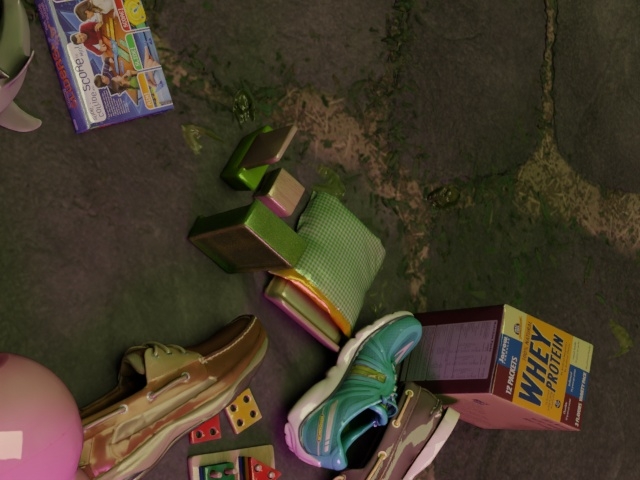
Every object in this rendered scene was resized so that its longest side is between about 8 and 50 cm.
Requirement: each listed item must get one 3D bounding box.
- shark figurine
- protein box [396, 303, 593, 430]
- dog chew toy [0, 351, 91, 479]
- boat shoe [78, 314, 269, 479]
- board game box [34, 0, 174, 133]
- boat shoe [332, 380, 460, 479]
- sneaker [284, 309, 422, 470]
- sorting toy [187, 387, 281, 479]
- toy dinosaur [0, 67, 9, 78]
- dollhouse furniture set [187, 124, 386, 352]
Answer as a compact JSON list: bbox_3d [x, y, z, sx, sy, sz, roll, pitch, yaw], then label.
[{"bbox_3d":[-0.376,-0.239,1.369,0.166,0.116,0.278,16,76,-37],"label":"shark figurine"},{"bbox_3d":[0.263,0.196,1.739,0.199,0.201,0.136,25,69,-33],"label":"protein box"},{"bbox_3d":[-0.337,0.295,1.270,0.206,0.206,0.332,-29,109,-37],"label":"dog chew toy"},{"bbox_3d":[-0.198,0.185,1.438,0.324,0.122,0.120,-41,105,-35],"label":"boat shoe"},{"bbox_3d":[-0.281,-0.251,1.489,0.136,0.035,0.201,-19,95,-38],"label":"board game box"},{"bbox_3d":[0.070,0.347,1.627,0.096,0.116,0.324,37,74,6],"label":"boat shoe"},{"bbox_3d":[0.067,0.216,1.629,0.275,0.110,0.107,-49,144,-27],"label":"sneaker"},{"bbox_3d":[-0.106,0.337,1.532,0.132,0.046,0.275,0,83,-38],"label":"sorting toy"},{"bbox_3d":[-0.457,-0.215,1.193,0.218,0.164,0.322,52,25,-40],"label":"toy dinosaur"},{"bbox_3d":[0.000,0.000,1.596,0.301,0.151,0.198,42,60,-26],"label":"dollhouse furniture set"}]
